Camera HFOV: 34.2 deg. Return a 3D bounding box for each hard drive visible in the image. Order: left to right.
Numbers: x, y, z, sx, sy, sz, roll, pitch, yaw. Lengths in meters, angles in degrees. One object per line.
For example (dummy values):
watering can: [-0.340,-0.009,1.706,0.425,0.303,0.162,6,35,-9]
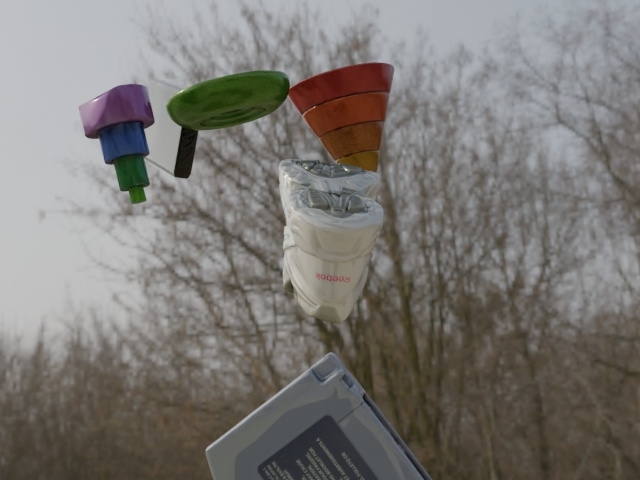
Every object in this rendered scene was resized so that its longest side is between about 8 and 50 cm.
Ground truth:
hard drive: [-0.170,-0.129,1.175,0.022,0.094,0.135,6,11,-28]

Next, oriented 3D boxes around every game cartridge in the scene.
game cartridge: [0.025,0.291,1.076,0.198,0.297,0.062,-38,-7,11]

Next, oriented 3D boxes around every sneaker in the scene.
sneaker: [0.000,0.000,0.870,0.090,0.115,0.232,9,17,1]

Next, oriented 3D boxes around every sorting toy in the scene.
sorting toy: [-0.061,-0.097,1.049,0.366,0.126,0.127,-11,-4,-38]
